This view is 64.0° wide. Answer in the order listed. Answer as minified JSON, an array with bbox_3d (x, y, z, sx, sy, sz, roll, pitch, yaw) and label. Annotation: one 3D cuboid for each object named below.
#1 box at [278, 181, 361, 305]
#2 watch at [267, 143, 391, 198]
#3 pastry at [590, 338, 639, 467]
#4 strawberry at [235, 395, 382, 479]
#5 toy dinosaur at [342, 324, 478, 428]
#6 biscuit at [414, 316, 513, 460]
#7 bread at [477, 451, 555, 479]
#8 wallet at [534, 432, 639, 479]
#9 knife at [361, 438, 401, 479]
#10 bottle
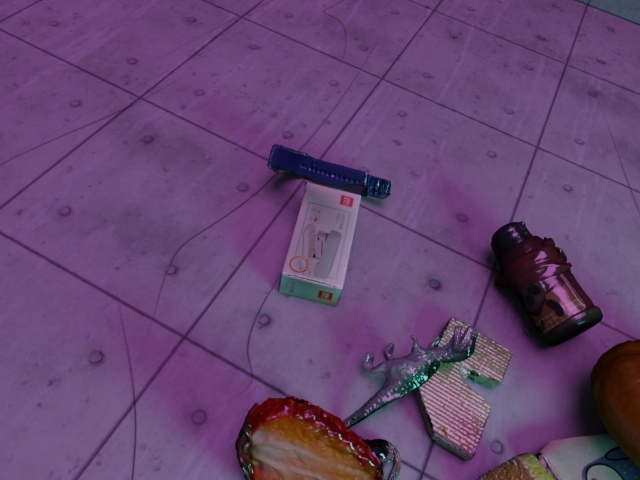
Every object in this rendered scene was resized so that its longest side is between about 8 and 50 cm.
[{"bbox_3d":[0.000,0.000,1.117,0.135,0.079,0.269,15,53,0],"label":"box"},{"bbox_3d":[0.005,-0.148,1.130,0.274,0.068,0.276,21,8,15],"label":"watch"},{"bbox_3d":[0.652,0.328,0.911,0.356,0.164,0.356,19,38,-15],"label":"pastry"},{"bbox_3d":[-0.014,0.329,0.832,0.236,0.190,0.111,17,23,1],"label":"strawberry"},{"bbox_3d":[0.113,0.253,0.964,0.383,0.076,0.129,-33,32,-2],"label":"toy dinosaur"},{"bbox_3d":[0.268,0.277,0.985,0.147,0.046,0.250,28,54,11],"label":"biscuit"},{"bbox_3d":[0.338,0.427,0.847,0.111,0.129,0.114,26,30,-49],"label":"bread"},{"bbox_3d":[0.538,0.483,0.867,0.274,0.068,0.335,-7,52,-24],"label":"wallet"},{"bbox_3d":[0.077,0.477,0.786,0.089,0.043,0.365,12,48,-1],"label":"knife"},{"bbox_3d":[0.468,0.086,1.111,0.156,0.143,0.271,-34,62,14],"label":"bottle"}]
